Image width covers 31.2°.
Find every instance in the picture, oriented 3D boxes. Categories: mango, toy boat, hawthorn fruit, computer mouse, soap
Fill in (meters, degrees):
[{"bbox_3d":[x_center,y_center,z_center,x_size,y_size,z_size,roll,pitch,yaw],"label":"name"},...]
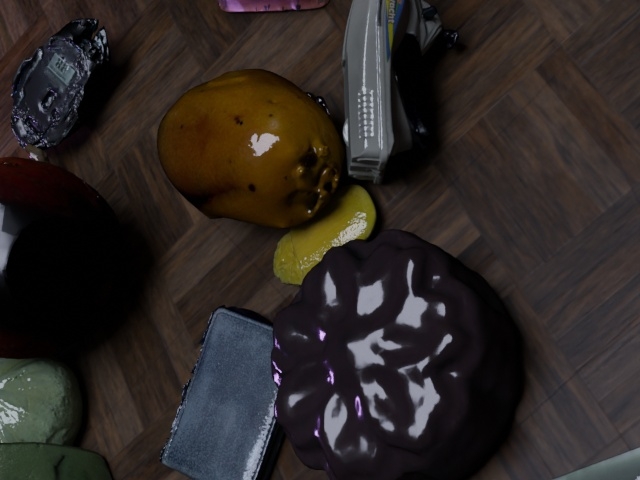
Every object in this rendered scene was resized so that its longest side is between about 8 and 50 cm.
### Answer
[{"bbox_3d":[-0.087,-0.116,1.430,0.287,0.153,0.201,19,95,49],"label":"mango"},{"bbox_3d":[0.087,-0.205,1.350,0.141,0.141,0.269,5,76,39],"label":"toy boat"},{"bbox_3d":[-0.407,0.023,1.552,0.316,0.316,0.316,-15,64,33],"label":"hawthorn fruit"},{"bbox_3d":[-0.394,-0.236,1.766,0.146,0.077,0.241,44,111,18],"label":"computer mouse"},{"bbox_3d":[0.000,0.000,1.399,0.168,0.033,0.089,-40,46,20],"label":"soap"}]

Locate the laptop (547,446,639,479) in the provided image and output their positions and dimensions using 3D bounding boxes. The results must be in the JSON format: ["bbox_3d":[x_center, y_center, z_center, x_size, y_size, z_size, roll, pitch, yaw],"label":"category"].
[{"bbox_3d":[0.240,0.322,1.096,0.269,0.015,0.187,-28,58,27],"label":"laptop"}]

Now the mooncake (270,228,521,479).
[{"bbox_3d":[0.069,0.132,1.226,0.283,0.141,0.283,-14,67,35],"label":"mooncake"}]

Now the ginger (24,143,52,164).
[{"bbox_3d":[-0.513,-0.044,1.800,0.290,0.084,0.122,-27,90,28],"label":"ginger"}]

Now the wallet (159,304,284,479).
[{"bbox_3d":[-0.100,0.197,1.402,0.167,0.036,0.222,15,84,40],"label":"wallet"}]

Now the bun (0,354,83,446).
[{"bbox_3d":[-0.425,0.239,1.588,0.195,0.118,0.195,-17,62,36],"label":"bun"}]

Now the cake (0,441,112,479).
[{"bbox_3d":[-0.366,0.406,1.520,0.158,0.172,0.283,-113,31,-41],"label":"cake"}]

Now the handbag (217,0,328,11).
[{"bbox_3d":[-0.065,-0.399,1.589,0.212,0.059,0.157,8,79,38],"label":"handbag"}]
